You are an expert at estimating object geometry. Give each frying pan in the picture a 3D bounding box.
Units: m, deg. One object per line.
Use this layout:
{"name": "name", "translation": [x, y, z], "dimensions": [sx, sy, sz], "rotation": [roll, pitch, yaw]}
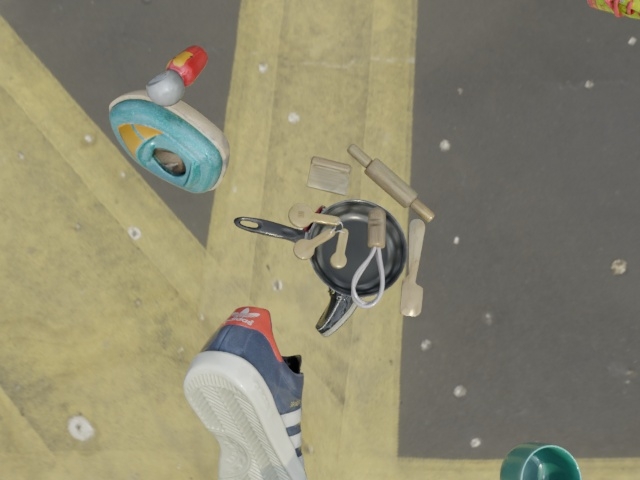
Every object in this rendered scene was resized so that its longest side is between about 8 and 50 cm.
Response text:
{"name": "frying pan", "translation": [0.009, 0.028, 1.622], "dimensions": [0.326, 0.053, 0.197], "rotation": [-10, 77, -12]}

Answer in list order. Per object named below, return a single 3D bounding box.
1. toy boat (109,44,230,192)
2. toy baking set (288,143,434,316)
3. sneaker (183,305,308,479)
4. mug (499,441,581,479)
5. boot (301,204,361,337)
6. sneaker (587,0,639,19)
{"name": "toy boat", "translation": [-0.294, -0.226, 1.613], "dimensions": [0.267, 0.318, 0.148], "rotation": [29, 51, 4]}
{"name": "toy baking set", "translation": [0.068, -0.014, 1.216], "dimensions": [0.256, 0.030, 0.197], "rotation": [37, 74, -1]}
{"name": "sneaker", "translation": [-0.066, 0.230, 1.078], "dimensions": [0.131, 0.350, 0.148], "rotation": [6, 42, 17]}
{"name": "mug", "translation": [0.398, 0.444, 1.526], "dimensions": [0.129, 0.097, 0.158], "rotation": [-29, 93, -22]}
{"name": "boot", "translation": [0.013, 0.062, 1.748], "dimensions": [0.178, 0.085, 0.236], "rotation": [36, 80, -16]}
{"name": "sneaker", "translation": [0.264, -0.199, 0.667], "dimensions": [0.094, 0.081, 0.209], "rotation": [-33, 60, 33]}
